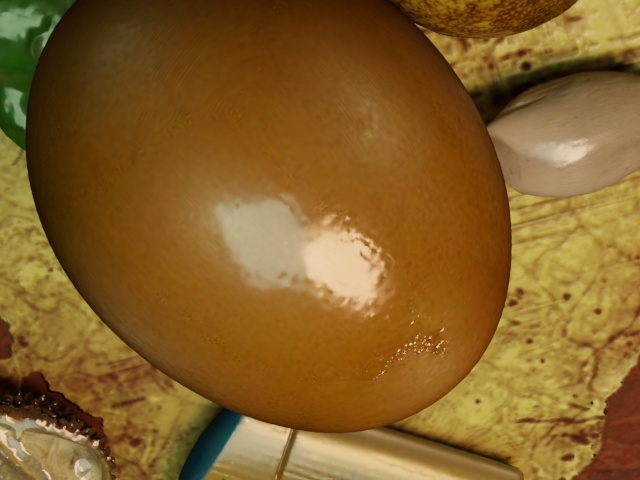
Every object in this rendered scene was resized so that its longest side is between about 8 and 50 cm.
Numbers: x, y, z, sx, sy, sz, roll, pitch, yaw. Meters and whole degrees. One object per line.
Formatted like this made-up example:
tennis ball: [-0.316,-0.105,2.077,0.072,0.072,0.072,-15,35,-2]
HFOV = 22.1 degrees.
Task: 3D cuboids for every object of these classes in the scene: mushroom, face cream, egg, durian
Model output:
mushroom: [0.219,-0.080,1.255,0.212,0.088,0.097,-8,129,-2]
face cream: [0.023,0.218,1.438,0.285,0.067,0.139,18,116,-8]
egg: [-0.031,-0.034,1.073,0.282,0.282,0.351,-40,90,21]
durian: [-0.263,0.178,1.408,0.148,0.091,0.188,-33,123,4]

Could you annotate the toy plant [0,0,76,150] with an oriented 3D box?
toy plant: [-0.226,-0.172,1.187,0.316,0.184,0.224,13,102,-22]

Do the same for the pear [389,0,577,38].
pear: [0.096,-0.229,1.116,0.197,0.197,0.197,0,119,1]
